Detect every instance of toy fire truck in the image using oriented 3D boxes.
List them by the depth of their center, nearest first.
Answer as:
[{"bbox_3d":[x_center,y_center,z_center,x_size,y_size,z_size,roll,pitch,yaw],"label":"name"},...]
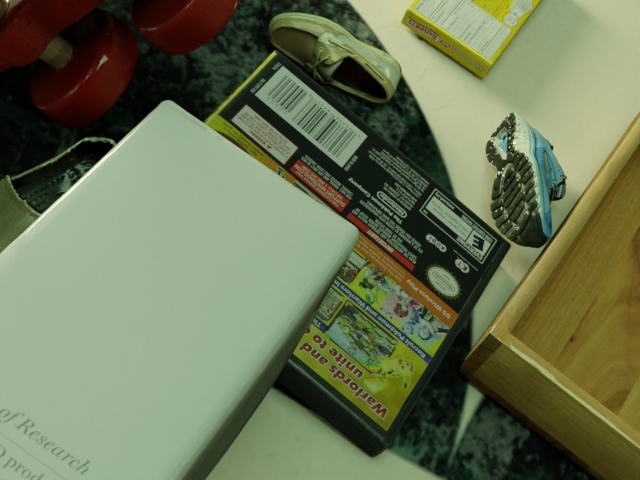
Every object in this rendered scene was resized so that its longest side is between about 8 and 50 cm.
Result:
[{"bbox_3d":[-0.190,-0.258,0.899,0.169,0.302,0.254,32,42,-41],"label":"toy fire truck"}]

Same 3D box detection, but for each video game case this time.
[{"bbox_3d":[0.000,0.000,0.937,0.275,0.035,0.248,39,51,-2],"label":"video game case"}]

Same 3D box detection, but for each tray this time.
[{"bbox_3d":[0.310,0.034,1.032,0.203,0.076,0.411,38,51,6],"label":"tray"}]

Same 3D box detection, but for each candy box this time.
[{"bbox_3d":[0.175,-0.261,1.208,0.105,0.027,0.206,34,51,6],"label":"candy box"}]

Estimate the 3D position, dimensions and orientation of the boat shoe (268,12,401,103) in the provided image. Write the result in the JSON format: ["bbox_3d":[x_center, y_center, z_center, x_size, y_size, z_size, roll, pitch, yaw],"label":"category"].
[{"bbox_3d":[0.012,-0.171,1.066,0.135,0.050,0.045,21,47,-7],"label":"boat shoe"}]

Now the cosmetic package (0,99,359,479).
[{"bbox_3d":[-0.177,0.149,0.656,0.161,0.230,0.453,35,51,5],"label":"cosmetic package"}]

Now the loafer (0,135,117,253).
[{"bbox_3d":[-0.235,-0.005,0.828,0.094,0.087,0.251,39,52,7],"label":"loafer"}]

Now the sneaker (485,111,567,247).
[{"bbox_3d":[0.201,-0.054,1.047,0.073,0.063,0.162,23,41,-17],"label":"sneaker"}]
